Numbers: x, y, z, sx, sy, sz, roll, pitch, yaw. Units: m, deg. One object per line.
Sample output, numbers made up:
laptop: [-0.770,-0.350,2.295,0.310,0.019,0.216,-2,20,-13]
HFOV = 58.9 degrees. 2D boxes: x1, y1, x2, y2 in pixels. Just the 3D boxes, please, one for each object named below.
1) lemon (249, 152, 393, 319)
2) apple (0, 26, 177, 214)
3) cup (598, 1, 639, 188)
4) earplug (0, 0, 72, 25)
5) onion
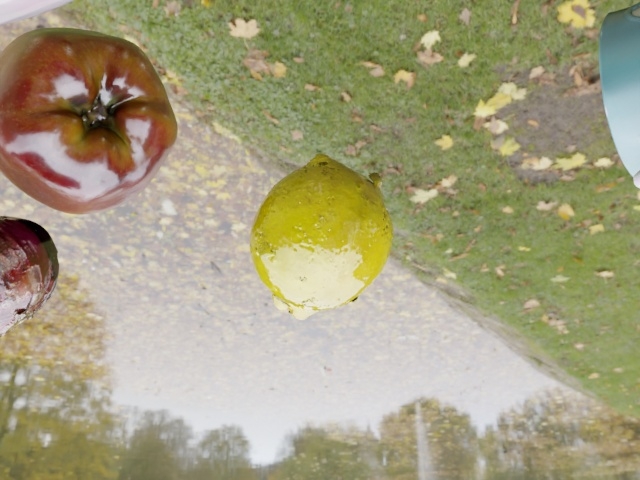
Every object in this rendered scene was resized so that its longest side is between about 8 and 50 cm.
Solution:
lemon: [0.000,0.000,0.702,0.173,0.207,0.173,22,-179,-1]
apple: [-0.372,-0.182,0.877,0.288,0.289,0.316,19,174,-32]
cup: [0.352,-0.141,0.477,0.173,0.300,0.168,-8,127,43]
earplug: [-0.202,-0.172,0.285,0.300,0.173,0.172,-8,150,7]
onion: [-0.481,0.032,0.760,0.195,0.140,0.218,-39,92,19]
